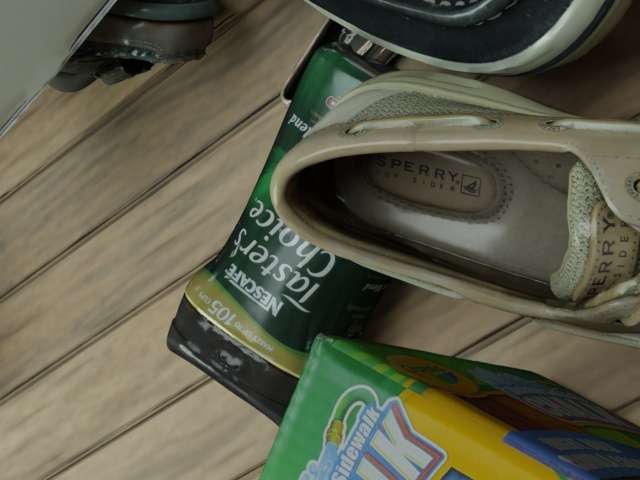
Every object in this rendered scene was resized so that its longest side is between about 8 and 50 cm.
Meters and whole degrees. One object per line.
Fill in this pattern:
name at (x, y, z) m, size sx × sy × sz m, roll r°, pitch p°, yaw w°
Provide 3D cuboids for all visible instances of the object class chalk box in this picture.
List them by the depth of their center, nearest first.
chalk box at (0.073, 0.154, 0.616) m, size 0.289 × 0.180 × 0.179 m, roll 27°, pitch 99°, yaw 36°

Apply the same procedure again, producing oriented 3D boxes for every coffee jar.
coffee jar at (0.000, 0.000, 0.759) m, size 0.096 × 0.079 × 0.184 m, roll 33°, pitch 103°, yaw 16°

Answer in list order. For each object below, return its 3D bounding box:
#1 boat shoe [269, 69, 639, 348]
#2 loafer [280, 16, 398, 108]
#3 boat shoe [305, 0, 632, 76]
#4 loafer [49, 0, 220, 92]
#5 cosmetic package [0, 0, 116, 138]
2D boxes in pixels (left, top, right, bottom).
boat shoe at (0.127, -0.002, 0.610) m, size 0.302 × 0.098 × 0.109 m, roll 14°, pitch 115°, yaw 21°
loafer at (0.023, -0.115, 0.794) m, size 0.045 × 0.039 × 0.125 m, roll 42°, pitch 107°, yaw 36°
boat shoe at (-0.052, -0.241, 0.727) m, size 0.500 × 0.156 × 0.186 m, roll 45°, pitch 124°, yaw 28°
loafer at (-0.154, -0.129, 0.916) m, size 0.267 × 0.096 × 0.084 m, roll 21°, pitch 114°, yaw 45°
cosmetic package at (-0.229, -0.205, 0.860) m, size 0.160 × 0.113 × 0.309 m, roll -46°, pitch 44°, yaw 19°
